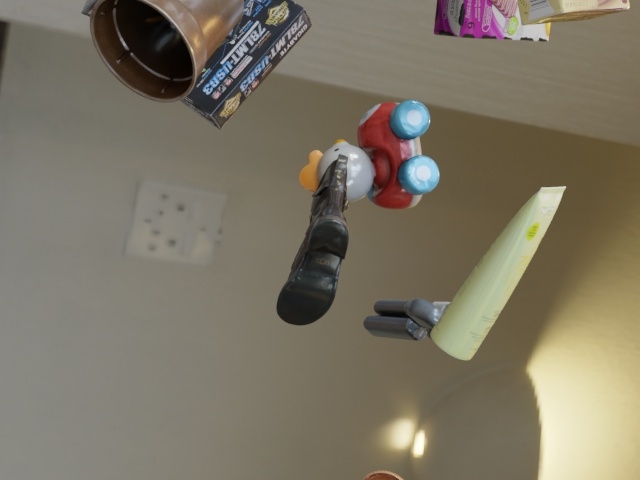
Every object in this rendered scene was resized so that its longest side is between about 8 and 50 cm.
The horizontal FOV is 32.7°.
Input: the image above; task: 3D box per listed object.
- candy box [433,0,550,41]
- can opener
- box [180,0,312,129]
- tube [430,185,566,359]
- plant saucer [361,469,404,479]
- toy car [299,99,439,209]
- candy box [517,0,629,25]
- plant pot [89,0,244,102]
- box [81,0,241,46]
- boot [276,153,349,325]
[{"bbox_3d":[0.313,-0.436,1.930,0.071,0.233,0.159,21,-69,48],"label":"candy box"},{"bbox_3d":[0.156,0.126,1.879,0.074,0.093,0.280,-53,-163,-18],"label":"can opener"},{"bbox_3d":[-0.218,-0.418,2.232,0.295,0.293,0.073,-51,156,-6],"label":"box"},{"bbox_3d":[0.218,0.035,1.320,0.240,0.062,0.070,-60,-162,18],"label":"tube"},{"bbox_3d":[0.095,0.380,1.619,0.013,0.083,0.083,-36,142,-68],"label":"plant saucer"},{"bbox_3d":[0.072,-0.155,2.102,0.219,0.238,0.210,164,-82,-71],"label":"toy car"},{"bbox_3d":[0.364,-0.497,1.671,0.087,0.183,0.316,-6,-84,48],"label":"candy box"},{"bbox_3d":[-0.198,-0.302,1.486,0.165,0.167,0.167,-54,177,-39],"label":"plant pot"},{"bbox_3d":[-0.283,-0.402,1.920,0.270,0.216,0.060,-1,-112,64],"label":"box"},{"bbox_3d":[0.000,0.000,1.961,0.229,0.091,0.263,-86,-161,-59],"label":"boot"}]
